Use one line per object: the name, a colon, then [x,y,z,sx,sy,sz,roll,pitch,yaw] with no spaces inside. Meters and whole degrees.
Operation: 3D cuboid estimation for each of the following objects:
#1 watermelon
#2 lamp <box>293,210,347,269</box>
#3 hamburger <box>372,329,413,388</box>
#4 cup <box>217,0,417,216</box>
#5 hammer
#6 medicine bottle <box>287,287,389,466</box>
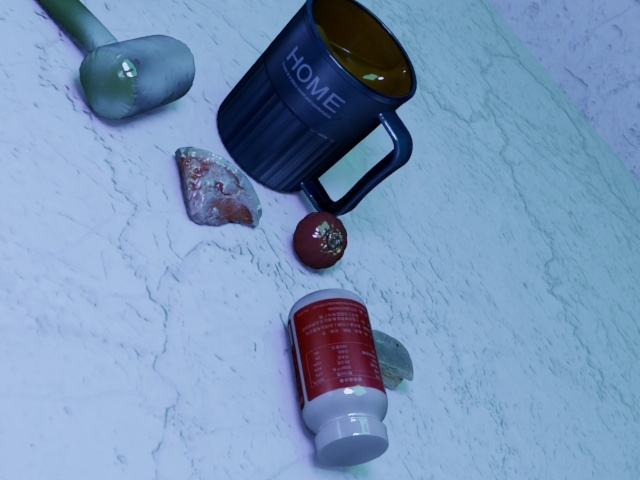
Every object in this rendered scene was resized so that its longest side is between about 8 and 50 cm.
watermelon: [-0.167,-0.077,1.589,0.187,0.071,0.139,40,40,-14]
lamp: [0.000,0.000,1.678,0.101,0.090,0.101,0,90,-33]
hamburger: [0.098,0.189,1.638,0.121,0.054,0.084,25,42,-19]
cup: [0.007,-0.234,1.730,0.308,0.292,0.242,40,35,-14]
hammer: [-0.369,-0.345,1.595,0.335,0.119,0.206,45,32,6]
medicine bottle: [0.028,0.204,1.473,0.131,0.131,0.250,19,44,-36]
